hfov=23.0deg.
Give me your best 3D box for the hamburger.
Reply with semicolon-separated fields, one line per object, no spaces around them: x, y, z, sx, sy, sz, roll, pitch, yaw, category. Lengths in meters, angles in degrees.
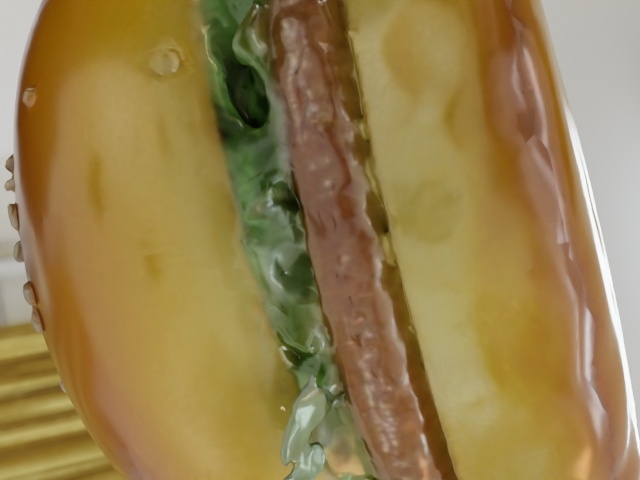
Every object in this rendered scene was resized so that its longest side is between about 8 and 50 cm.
0.000;-0.001;0.483;0.170;0.246;0.246;-11;-92;10;hamburger
